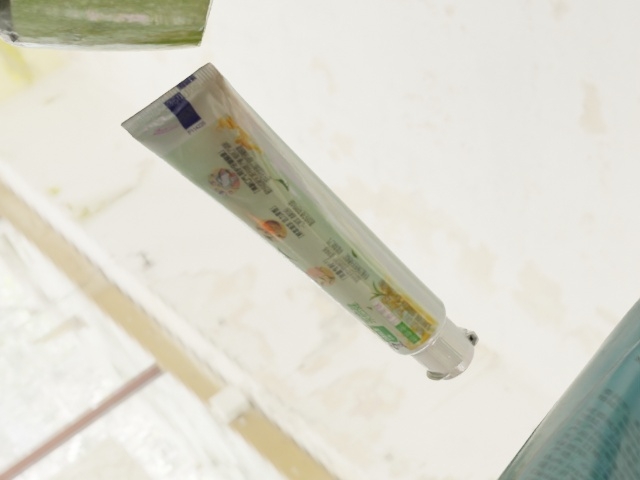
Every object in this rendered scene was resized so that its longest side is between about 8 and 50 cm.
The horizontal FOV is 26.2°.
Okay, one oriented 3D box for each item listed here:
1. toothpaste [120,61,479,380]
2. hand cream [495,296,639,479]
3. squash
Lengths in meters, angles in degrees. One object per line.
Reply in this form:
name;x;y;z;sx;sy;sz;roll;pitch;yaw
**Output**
toothpaste;0.000;0.000;0.947;0.314;0.058;0.056;43;-14;-30
hand cream;0.093;0.069;0.397;0.083;0.224;0.048;50;-42;8
squash;-0.118;-0.188;0.836;0.123;0.170;0.170;12;-22;-4
